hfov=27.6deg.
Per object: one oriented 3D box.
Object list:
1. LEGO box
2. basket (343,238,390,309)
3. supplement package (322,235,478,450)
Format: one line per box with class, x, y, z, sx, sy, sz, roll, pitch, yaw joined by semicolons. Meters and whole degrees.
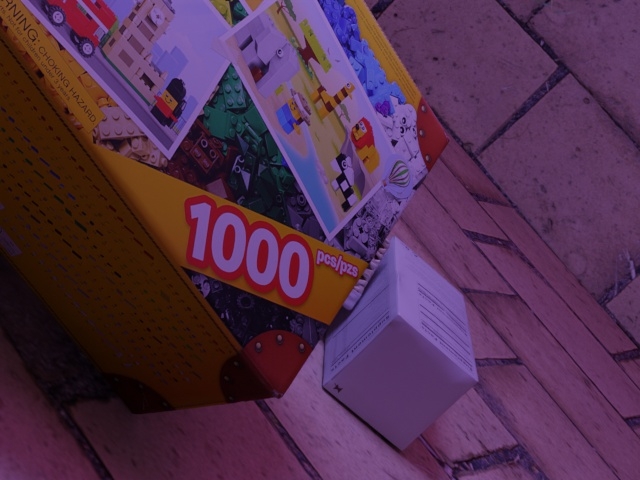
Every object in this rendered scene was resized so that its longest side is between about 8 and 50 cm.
LEGO box;-0.147;-0.157;1.130;0.500;0.193;0.372;55;46;-23
basket;0.000;0.000;1.675;0.113;0.103;0.167;38;-2;-27
supplement package;0.097;0.124;1.637;0.134;0.139;0.244;40;18;-14
